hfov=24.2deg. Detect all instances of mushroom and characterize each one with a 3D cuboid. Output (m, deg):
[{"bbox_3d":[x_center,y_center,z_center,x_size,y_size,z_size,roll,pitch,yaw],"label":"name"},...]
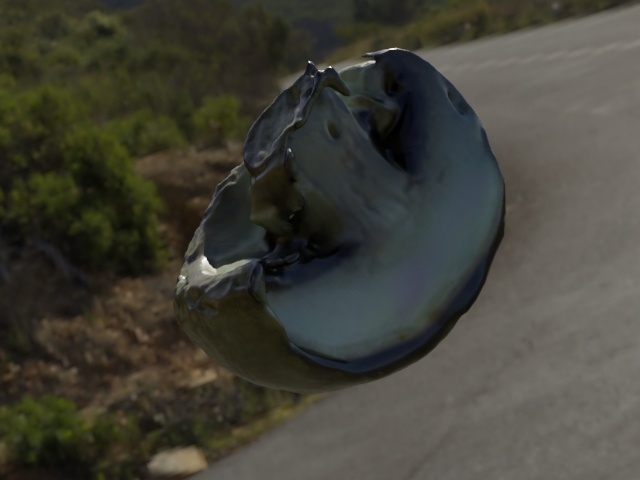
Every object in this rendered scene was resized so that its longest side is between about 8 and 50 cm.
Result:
[{"bbox_3d":[0.007,0.002,1.090,0.164,0.189,0.267,-26,39,51],"label":"mushroom"}]
